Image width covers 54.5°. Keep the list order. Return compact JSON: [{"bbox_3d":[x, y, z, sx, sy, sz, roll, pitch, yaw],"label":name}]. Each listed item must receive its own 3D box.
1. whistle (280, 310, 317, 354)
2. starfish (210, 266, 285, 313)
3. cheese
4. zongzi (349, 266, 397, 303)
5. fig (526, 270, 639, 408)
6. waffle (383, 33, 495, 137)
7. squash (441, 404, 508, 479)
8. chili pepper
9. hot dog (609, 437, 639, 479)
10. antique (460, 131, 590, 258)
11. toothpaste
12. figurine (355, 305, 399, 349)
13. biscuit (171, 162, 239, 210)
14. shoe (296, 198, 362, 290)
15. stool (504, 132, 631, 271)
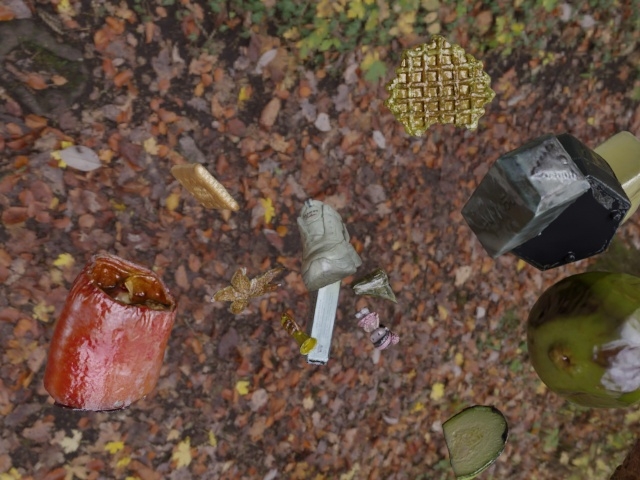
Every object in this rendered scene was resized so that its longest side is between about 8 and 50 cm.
[{"bbox_3d":[-0.060,0.199,1.374,0.046,0.109,0.057,-50,146,2],"label":"whistle"},{"bbox_3d":[-0.200,0.140,1.687,0.227,0.043,0.241,-16,151,-27],"label":"starfish"},{"bbox_3d":[0.609,-0.089,1.404,0.242,0.124,0.265,-38,154,0],"label":"cheese"},{"bbox_3d":[0.103,0.103,1.205,0.076,0.040,0.083,-26,107,-10],"label":"zongzi"},{"bbox_3d":[0.497,0.163,1.073,0.271,0.239,0.240,-9,105,-36],"label":"fig"},{"bbox_3d":[0.304,-0.387,1.625,0.051,0.290,0.291,-26,123,-81],"label":"waffle"},{"bbox_3d":[0.432,0.537,1.647,0.085,0.184,0.192,42,25,-29],"label":"squash"},{"bbox_3d":[-0.463,0.214,1.402,0.251,0.229,0.306,20,109,-13],"label":"chili pepper"},{"bbox_3d":[0.575,0.373,1.012,0.175,0.114,0.259,-16,143,-5],"label":"hot dog"},{"bbox_3d":[0.262,-0.056,0.809,0.086,0.088,0.183,-27,163,-12],"label":"antique"},{"bbox_3d":[0.009,0.194,1.769,0.070,0.089,0.313,9,91,-14],"label":"toothpaste"},{"bbox_3d":[0.151,0.234,1.666,0.072,0.129,0.054,-41,164,15],"label":"figurine"},{"bbox_3d":[-0.310,-0.138,1.640,0.030,0.249,0.160,-49,115,-16],"label":"biscuit"},{"bbox_3d":[0.000,0.000,1.539,0.211,0.132,0.342,66,12,-1],"label":"shoe"},{"bbox_3d":[0.418,-0.064,1.115,0.141,0.232,0.232,-91,158,-46],"label":"stool"}]
